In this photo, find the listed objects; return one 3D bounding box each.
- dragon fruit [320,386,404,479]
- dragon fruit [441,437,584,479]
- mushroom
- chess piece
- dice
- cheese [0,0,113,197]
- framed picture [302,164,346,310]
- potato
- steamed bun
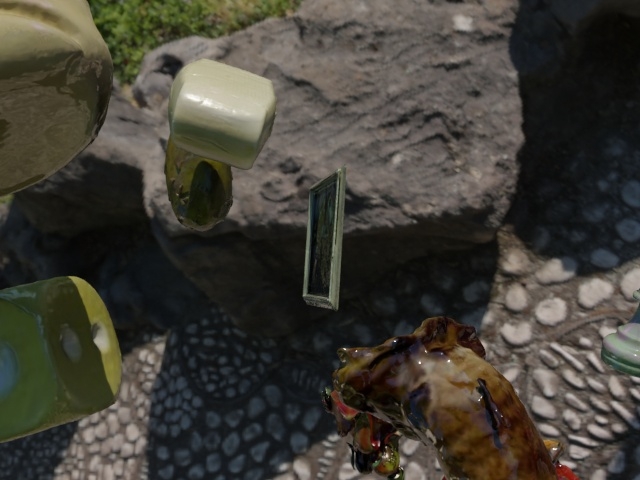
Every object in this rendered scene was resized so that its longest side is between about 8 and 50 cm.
[{"bbox_3d":[0.066,0.245,1.159,0.138,0.142,0.175,-15,68,24],"label":"dragon fruit"},{"bbox_3d":[0.320,0.487,1.410,0.277,0.277,0.343,5,81,41],"label":"dragon fruit"},{"bbox_3d":[0.193,0.267,0.699,0.334,0.331,0.356,8,83,53],"label":"mushroom"},{"bbox_3d":[0.672,0.136,1.738,0.139,0.139,0.272,27,112,42],"label":"chess piece"},{"bbox_3d":[-0.350,0.142,1.028,0.166,0.169,0.169,-16,87,12],"label":"dice"},{"bbox_3d":[-0.318,-0.131,0.786,0.127,0.233,0.266,56,147,13],"label":"cheese"},{"bbox_3d":[0.000,0.000,1.467,0.296,0.019,0.232,164,110,-79],"label":"framed picture"},{"bbox_3d":[-0.269,-0.166,1.857,0.176,0.141,0.298,-21,75,47],"label":"potato"},{"bbox_3d":[-0.187,-0.230,1.594,0.250,0.200,0.155,-88,15,-64],"label":"steamed bun"}]
